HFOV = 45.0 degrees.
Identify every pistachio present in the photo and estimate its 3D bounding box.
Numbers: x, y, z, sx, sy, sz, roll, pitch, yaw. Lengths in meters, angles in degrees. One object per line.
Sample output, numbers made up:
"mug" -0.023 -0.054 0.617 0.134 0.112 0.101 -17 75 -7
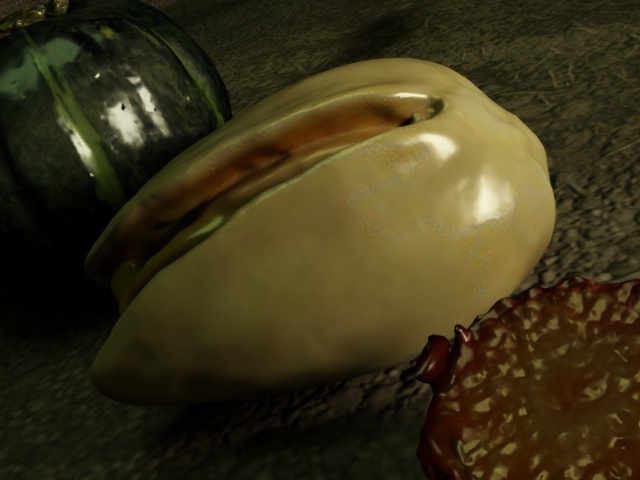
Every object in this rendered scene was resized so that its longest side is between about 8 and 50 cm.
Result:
"pistachio" 0.000 0.000 0.484 0.299 0.187 0.187 -24 26 6

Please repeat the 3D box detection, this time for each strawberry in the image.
"strawberry" 0.112 0.081 0.325 0.145 0.086 0.145 -17 25 8

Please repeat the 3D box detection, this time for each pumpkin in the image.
"pumpkin" -0.234 -0.088 0.713 0.323 0.241 0.323 -22 24 10
